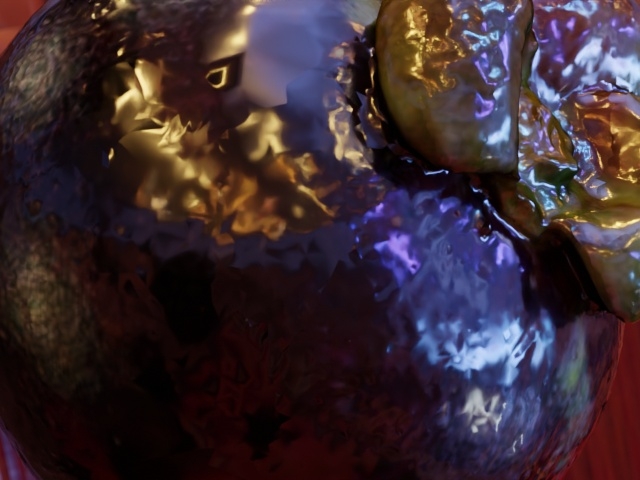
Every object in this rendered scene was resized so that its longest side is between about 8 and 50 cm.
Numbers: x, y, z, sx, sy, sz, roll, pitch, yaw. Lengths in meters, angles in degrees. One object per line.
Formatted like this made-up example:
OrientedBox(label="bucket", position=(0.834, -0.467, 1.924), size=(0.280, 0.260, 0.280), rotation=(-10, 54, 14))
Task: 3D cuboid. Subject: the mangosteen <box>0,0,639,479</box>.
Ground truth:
OrientedBox(label="mangosteen", position=(0.000, 0.000, 0.635), size=(0.288, 0.288, 0.288), rotation=(-11, 7, 1))
